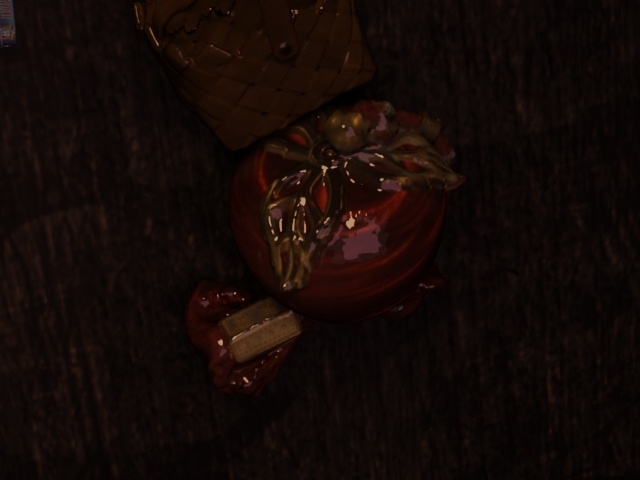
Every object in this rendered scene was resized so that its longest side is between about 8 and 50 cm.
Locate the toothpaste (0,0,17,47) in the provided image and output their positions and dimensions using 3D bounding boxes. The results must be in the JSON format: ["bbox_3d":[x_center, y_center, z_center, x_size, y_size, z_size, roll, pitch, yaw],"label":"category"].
[{"bbox_3d":[-0.207,-0.166,1.073,0.017,0.020,0.083,-9,117,-14],"label":"toothpaste"}]

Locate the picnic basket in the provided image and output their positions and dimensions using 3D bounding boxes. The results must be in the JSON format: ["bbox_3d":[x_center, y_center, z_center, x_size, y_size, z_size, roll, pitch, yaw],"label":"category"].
[{"bbox_3d":[-0.051,-0.162,1.075,0.138,0.128,0.178,-29,139,-11],"label":"picnic basket"}]

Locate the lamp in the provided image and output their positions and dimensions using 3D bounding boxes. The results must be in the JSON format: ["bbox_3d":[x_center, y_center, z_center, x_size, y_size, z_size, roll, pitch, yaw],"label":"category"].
[{"bbox_3d":[0.003,0.004,1.165,0.215,0.151,0.223,-21,124,-8],"label":"lamp"}]
